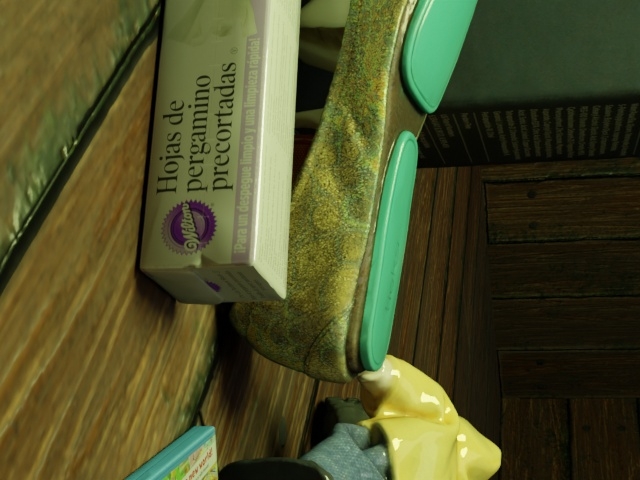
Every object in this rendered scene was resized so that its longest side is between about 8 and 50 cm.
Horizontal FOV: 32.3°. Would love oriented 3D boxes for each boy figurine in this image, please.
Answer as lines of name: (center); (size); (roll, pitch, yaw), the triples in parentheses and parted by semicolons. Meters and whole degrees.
boy figurine: (0.043, 0.158, 0.752); (0.285, 0.092, 0.177); (-10, 97, -62)

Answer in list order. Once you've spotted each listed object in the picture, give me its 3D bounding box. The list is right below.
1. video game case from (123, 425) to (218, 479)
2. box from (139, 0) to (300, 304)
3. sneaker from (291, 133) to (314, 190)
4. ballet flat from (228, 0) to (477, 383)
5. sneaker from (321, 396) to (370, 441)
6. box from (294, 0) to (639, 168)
video game case: (-0.073, 0.191, 0.566); (0.119, 0.015, 0.166); (-22, 109, -76)
box: (-0.048, -0.128, 0.616); (0.067, 0.063, 0.324); (52, 38, -67)
sneaker: (0.000, 0.000, 0.807); (0.064, 0.067, 0.175); (-82, 166, -45)
ballet flat: (0.022, -0.087, 0.705); (0.123, 0.123, 0.349); (43, 61, -72)
sneaker: (0.061, 0.230, 0.983); (0.286, 0.109, 0.130); (63, 38, -54)
box: (0.175, -0.224, 0.874); (0.212, 0.395, 0.294); (32, 58, -75)
